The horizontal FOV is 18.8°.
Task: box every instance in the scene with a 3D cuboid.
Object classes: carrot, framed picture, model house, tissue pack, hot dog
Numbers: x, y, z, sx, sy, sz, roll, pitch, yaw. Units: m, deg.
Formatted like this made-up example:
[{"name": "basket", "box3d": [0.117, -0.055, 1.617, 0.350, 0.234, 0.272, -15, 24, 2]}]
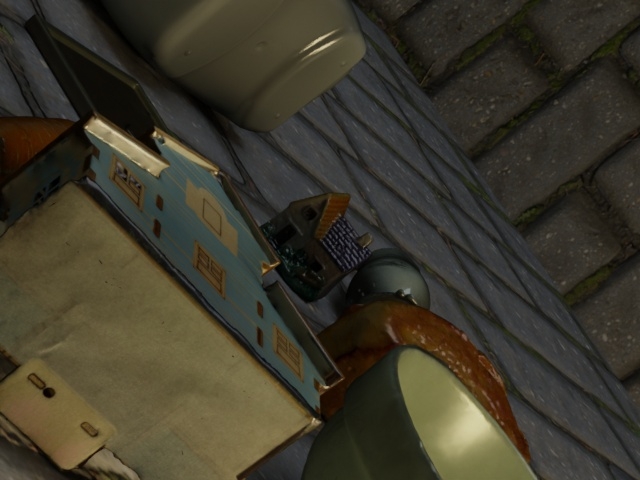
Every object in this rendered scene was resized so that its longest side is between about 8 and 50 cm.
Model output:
[{"name": "carrot", "box3d": [-0.228, -0.066, 1.506, 0.067, 0.067, 0.225, 53, 12, 7]}, {"name": "framed picture", "box3d": [-0.172, -0.084, 1.912, 0.289, 0.016, 0.213, 57, 12, 25]}, {"name": "model house", "box3d": [0.000, 0.000, 2.111, 0.100, 0.100, 0.088, 54, 11, 10]}, {"name": "tissue pack", "box3d": [-0.112, -0.295, 2.262, 0.236, 0.229, 0.333, 60, 14, 27]}, {"name": "hot dog", "box3d": [0.096, 0.165, 1.887, 0.256, 0.150, 0.153, 49, 22, -9]}, {"name": "model house", "box3d": [-0.126, 0.035, 1.291, 0.271, 0.178, 0.206, 44, 19, -21]}]

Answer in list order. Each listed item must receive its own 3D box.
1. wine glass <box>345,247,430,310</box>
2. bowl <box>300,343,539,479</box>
[{"name": "wine glass", "box3d": [0.077, 0.072, 2.183, 0.103, 0.103, 0.222, 49, 11, -11]}, {"name": "bowl", "box3d": [0.092, 0.249, 1.527, 0.307, 0.163, 0.307, 50, 11, -13]}]
